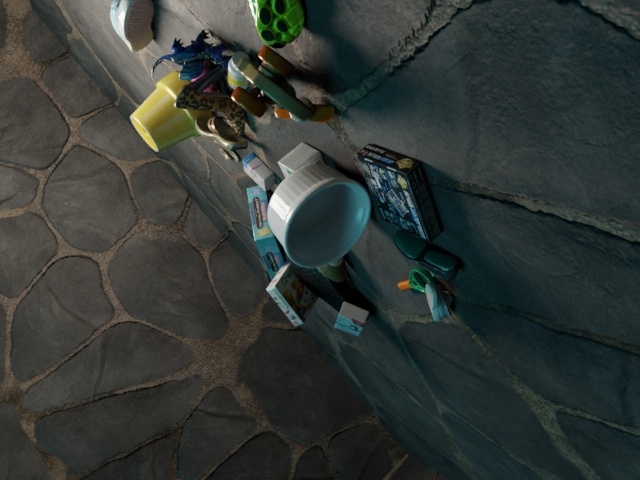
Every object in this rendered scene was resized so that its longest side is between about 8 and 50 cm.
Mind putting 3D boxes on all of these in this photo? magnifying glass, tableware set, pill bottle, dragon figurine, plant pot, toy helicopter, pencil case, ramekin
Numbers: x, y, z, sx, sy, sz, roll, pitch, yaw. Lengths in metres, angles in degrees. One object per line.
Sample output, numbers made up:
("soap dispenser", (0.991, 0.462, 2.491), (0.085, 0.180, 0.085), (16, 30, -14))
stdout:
("magnifying glass", (0.281, 0.124, 1.746), (0.092, 0.026, 0.231), (49, 162, -2))
("tableware set", (-0.391, -0.373, 2.355), (0.168, 0.020, 0.141), (49, 167, -26))
("pill bottle", (-0.222, -0.469, 1.631), (0.065, 0.065, 0.116), (48, 163, 3))
("dragon figurine", (-0.377, -0.517, 1.690), (0.144, 0.290, 0.085), (-93, -14, -45))
("plant pot", (-0.573, -0.471, 2.242), (0.254, 0.239, 0.254), (45, 163, 18))
("toy helicopter", (-0.108, -0.373, 1.449), (0.235, 0.140, 0.355), (28, -166, -31))
("pencil case", (-0.391, -0.530, 1.896), (0.098, 0.095, 0.209), (10, 152, 7))
("ramekin", (-0.009, -0.074, 1.622), (0.135, 0.277, 0.277), (46, 166, 40))

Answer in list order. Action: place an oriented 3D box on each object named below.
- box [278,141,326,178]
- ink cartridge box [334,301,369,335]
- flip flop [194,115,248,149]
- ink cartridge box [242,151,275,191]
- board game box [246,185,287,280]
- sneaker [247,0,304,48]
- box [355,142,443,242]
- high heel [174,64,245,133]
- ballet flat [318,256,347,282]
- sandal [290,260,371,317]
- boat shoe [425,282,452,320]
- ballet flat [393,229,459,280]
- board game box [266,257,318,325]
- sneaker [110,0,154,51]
("box", (-0.047, -0.206, 1.705), (0.087, 0.102, 0.101), (37, 161, 42))
("ink cartridge box", (0.121, 0.308, 2.308), (0.109, 0.063, 0.150), (20, 152, 4))
("flip flop", (-0.349, -0.395, 2.096), (0.277, 0.112, 0.080), (37, 134, 43))
("ink cartridge box", (-0.224, -0.250, 2.165), (0.122, 0.052, 0.088), (43, 163, 16))
("board game box", (-0.208, -0.022, 2.380), (0.336, 0.079, 0.253), (75, -178, -57))
("sneaker", (-0.117, -0.528, 1.202), (0.295, 0.110, 0.123), (60, -170, -48))
("box", (0.187, -0.111, 1.397), (0.175, 0.051, 0.220), (31, 156, 48))
("high heel", (-0.350, -0.406, 1.892), (0.093, 0.186, 0.261), (35, 159, 40))
("ballet flat", (0.000, 0.000, 2.090), (0.342, 0.116, 0.124), (54, 144, -4))
("sandal", (0.042, 0.163, 2.301), (0.168, 0.107, 0.446), (-3, 142, 43))
("boat shoe", (0.333, 0.168, 1.637), (0.184, 0.063, 0.066), (67, -174, -49))
("ballet flat", (0.268, 0.043, 1.511), (0.203, 0.074, 0.074), (33, 158, 38))
("board game box", (-0.080, 0.166, 2.336), (0.053, 0.305, 0.193), (-23, 112, 36))
("sneaker", (-0.653, -0.758, 1.983), (0.150, 0.135, 0.366), (48, 163, -7))
